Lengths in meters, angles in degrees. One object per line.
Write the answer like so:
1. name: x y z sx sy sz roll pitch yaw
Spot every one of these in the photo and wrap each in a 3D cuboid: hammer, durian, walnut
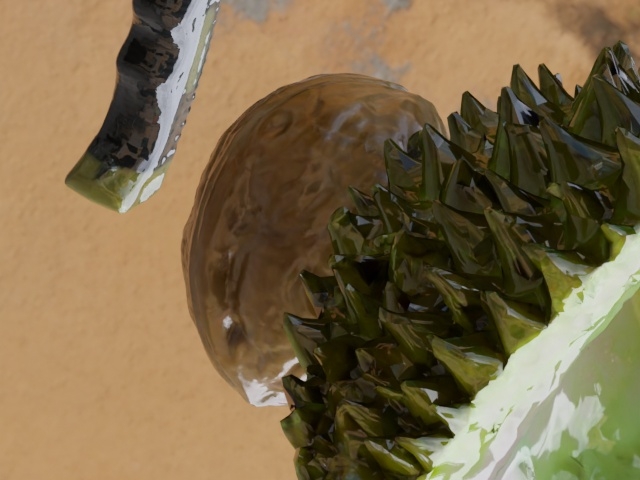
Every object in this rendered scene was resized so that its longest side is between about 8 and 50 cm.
1. hammer: -0.073 -0.124 0.656 0.159 0.041 0.226 -32 146 -60
2. durian: 0.157 0.016 0.392 0.157 0.356 0.169 -160 -108 -73
3. walnut: 0.000 0.000 0.451 0.124 0.105 0.105 -66 -168 -3
